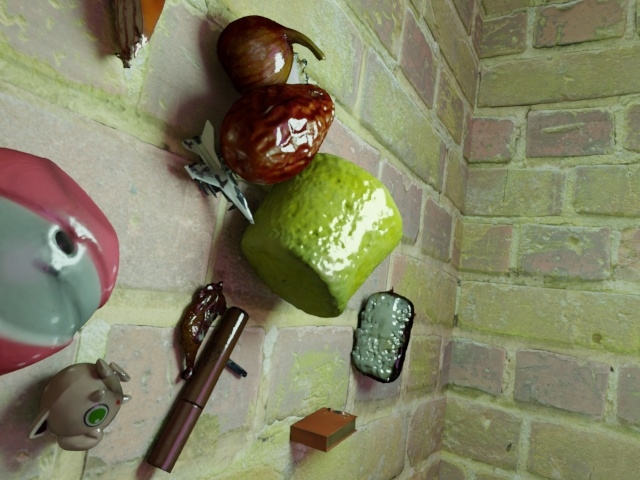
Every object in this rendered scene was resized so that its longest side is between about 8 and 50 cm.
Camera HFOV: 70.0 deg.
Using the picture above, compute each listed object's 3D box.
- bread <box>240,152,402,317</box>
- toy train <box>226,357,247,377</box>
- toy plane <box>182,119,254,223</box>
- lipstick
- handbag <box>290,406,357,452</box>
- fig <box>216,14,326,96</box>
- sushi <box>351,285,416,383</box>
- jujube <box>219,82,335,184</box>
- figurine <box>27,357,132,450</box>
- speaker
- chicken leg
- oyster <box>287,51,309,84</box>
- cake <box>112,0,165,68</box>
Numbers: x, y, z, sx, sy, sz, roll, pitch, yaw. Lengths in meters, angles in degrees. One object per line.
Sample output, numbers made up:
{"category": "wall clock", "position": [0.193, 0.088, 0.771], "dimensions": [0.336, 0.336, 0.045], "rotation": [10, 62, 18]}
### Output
{"category": "bread", "position": [0.000, 0.000, 1.102], "dimensions": [0.308, 0.347, 0.348], "rotation": [-60, 139, -26]}
{"category": "toy train", "position": [-0.203, 0.305, 1.093], "dimensions": [0.083, 0.017, 0.017], "rotation": [56, 50, -43]}
{"category": "toy plane", "position": [-0.217, -0.132, 0.975], "dimensions": [0.160, 0.082, 0.234], "rotation": [-46, 118, -57]}
{"category": "lipstick", "position": [-0.252, 0.305, 0.981], "dimensions": [0.057, 0.057, 0.357], "rotation": [57, 47, -43]}
{"category": "handbag", "position": [0.015, 0.555, 1.355], "dimensions": [0.190, 0.127, 0.063], "rotation": [1, 91, -59]}
{"category": "fig", "position": [-0.114, -0.412, 0.990], "dimensions": [0.175, 0.207, 0.175], "rotation": [48, 25, -31]}
{"category": "sushi", "position": [0.227, 0.328, 1.640], "dimensions": [0.182, 0.196, 0.344], "rotation": [43, 61, -73]}
{"category": "jujube", "position": [-0.083, -0.233, 0.956], "dimensions": [0.290, 0.197, 0.197], "rotation": [-44, 128, -40]}
{"category": "figurine", "position": [-0.375, 0.256, 0.724], "dimensions": [0.138, 0.125, 0.125], "rotation": [-52, 136, -20]}
{"category": "speaker", "position": [-0.421, 0.033, 0.584], "dimensions": [0.294, 0.294, 0.295], "rotation": [-7, 99, -57]}
{"category": "chicken leg", "position": [-0.255, 0.184, 0.973], "dimensions": [0.089, 0.048, 0.219], "rotation": [47, 54, -45]}
{"category": "oyster", "position": [-0.078, -0.355, 1.179], "dimensions": [0.198, 0.092, 0.260], "rotation": [-13, 95, -57]}
{"category": "cake", "position": [-0.318, -0.438, 0.785], "dimensions": [0.135, 0.098, 0.288], "rotation": [25, 67, -57]}
